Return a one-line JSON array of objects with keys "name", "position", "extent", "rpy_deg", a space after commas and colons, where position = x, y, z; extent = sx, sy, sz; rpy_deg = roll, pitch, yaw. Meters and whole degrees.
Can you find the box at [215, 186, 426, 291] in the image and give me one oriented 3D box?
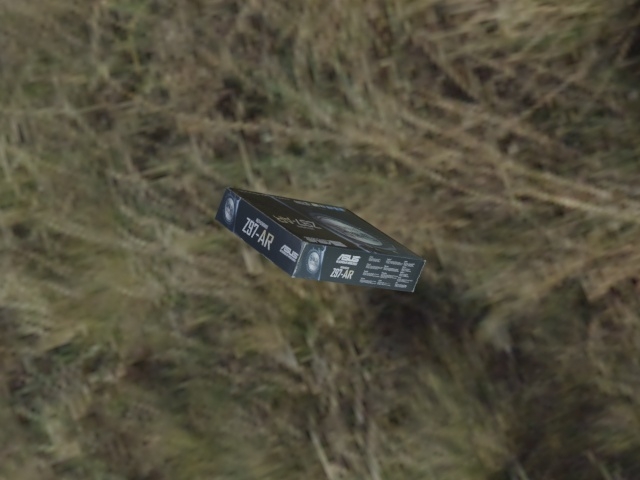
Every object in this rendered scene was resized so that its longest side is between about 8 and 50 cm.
[{"name": "box", "position": [0.000, 0.000, 0.713], "extent": [0.067, 0.083, 0.018], "rpy_deg": [35, 109, 44]}]
